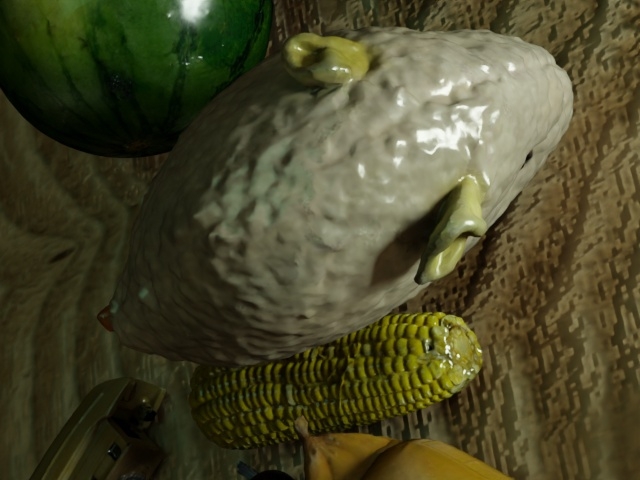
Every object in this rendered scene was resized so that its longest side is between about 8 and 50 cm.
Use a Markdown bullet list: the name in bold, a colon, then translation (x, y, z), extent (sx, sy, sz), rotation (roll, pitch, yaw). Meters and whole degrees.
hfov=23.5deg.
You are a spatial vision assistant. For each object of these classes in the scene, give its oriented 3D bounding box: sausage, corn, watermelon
- **sausage**: translation (0.093, 0.196, 0.965), extent (0.328, 0.112, 0.112), rotation (25, 90, 44)
- **corn**: translation (0.004, 0.097, 1.093), extent (0.231, 0.080, 0.080), rotation (-17, 63, 34)
- **watermelon**: translation (-0.156, -0.187, 1.237), extent (0.242, 0.242, 0.242), rotation (-16, 63, 35)

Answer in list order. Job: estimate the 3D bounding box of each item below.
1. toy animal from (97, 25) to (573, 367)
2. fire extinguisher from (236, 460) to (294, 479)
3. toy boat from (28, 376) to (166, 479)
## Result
- **toy animal**: translation (-0.002, -0.031, 1.012), extent (0.358, 0.226, 0.188), rotation (-35, 85, 9)
- **fire extinguisher**: translation (-0.028, 0.191, 1.064), extent (0.043, 0.064, 0.158), rotation (-49, 9, 0)
- **toy boat**: translation (-0.188, 0.198, 1.231), extent (0.077, 0.057, 0.200), rotation (40, 100, 35)
